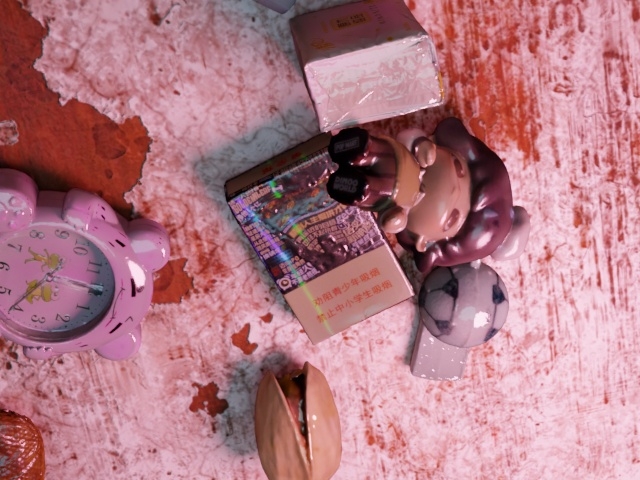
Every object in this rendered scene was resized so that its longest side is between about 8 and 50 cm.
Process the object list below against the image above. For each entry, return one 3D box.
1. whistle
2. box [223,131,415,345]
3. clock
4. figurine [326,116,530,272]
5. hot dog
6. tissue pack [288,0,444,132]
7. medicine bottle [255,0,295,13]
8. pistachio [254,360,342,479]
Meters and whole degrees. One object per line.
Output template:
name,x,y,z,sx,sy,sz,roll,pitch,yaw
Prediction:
whistle,0.232,0.135,2.000,0.164,0.163,0.289,5,114,-10
box,0.000,0.000,1.943,0.198,0.084,0.310,-27,116,5
clock,-0.418,0.053,1.894,0.322,0.113,0.295,15,112,-15
figurine,0.166,-0.086,1.803,0.206,0.218,0.365,-18,161,21
hot dog,-0.551,0.382,2.036,0.161,0.099,0.226,5,113,-10
tissue pack,0.062,-0.266,1.750,0.185,0.225,0.124,-15,117,0
medicine bottle,-0.126,-0.426,1.695,0.225,0.139,0.139,25,109,-18
pistachio,-0.040,0.322,2.053,0.157,0.157,0.229,-9,104,-4
